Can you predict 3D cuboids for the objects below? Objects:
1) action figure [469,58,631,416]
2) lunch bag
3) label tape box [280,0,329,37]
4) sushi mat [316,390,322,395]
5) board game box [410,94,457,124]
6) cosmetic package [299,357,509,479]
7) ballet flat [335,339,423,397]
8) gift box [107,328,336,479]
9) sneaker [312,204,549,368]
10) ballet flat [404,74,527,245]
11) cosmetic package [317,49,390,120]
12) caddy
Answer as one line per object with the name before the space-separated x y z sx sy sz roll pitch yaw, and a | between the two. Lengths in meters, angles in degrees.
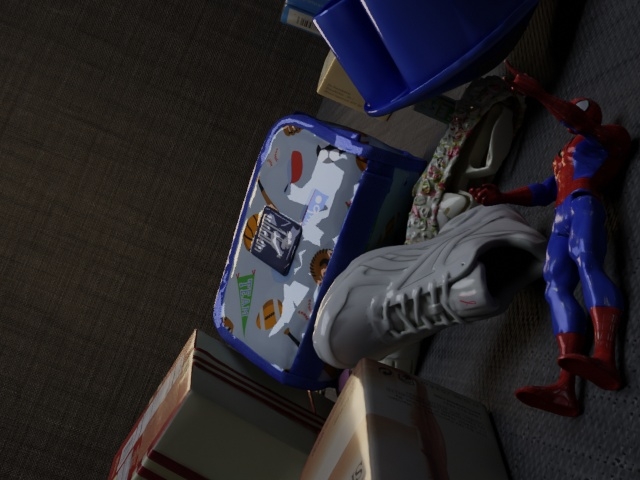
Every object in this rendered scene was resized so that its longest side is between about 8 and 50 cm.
action figure | 0.167 -0.023 0.721 0.091 0.139 0.280 -54 13 52
lunch bag | 0.000 0.000 1.299 0.385 0.239 0.327 -112 41 -78
label tape box | 0.110 -0.455 1.443 0.106 0.241 0.333 146 145 -83
sushi mat | -0.043 0.365 1.390 0.316 0.019 0.151 -82 17 -58
board game box | 0.159 -0.169 1.207 0.154 0.103 0.026 -99 32 -74
cosmetic package | 0.063 0.236 0.707 0.296 0.129 0.153 -93 27 -69
ballet flat | 0.073 0.145 1.100 0.221 0.077 0.079 114 154 -43
gift box | -0.114 0.303 1.175 0.276 0.258 0.255 -57 11 13
sneaker | 0.100 0.043 0.821 0.232 0.090 0.115 -32 17 -7
ballet flat | 0.161 -0.070 1.044 0.077 0.091 0.241 23 95 59
cosmetic package | 0.124 -0.390 1.789 0.309 0.160 0.113 121 167 -49
caddy | 0.159 -0.278 1.081 0.341 0.179 0.241 -45 14 -20
